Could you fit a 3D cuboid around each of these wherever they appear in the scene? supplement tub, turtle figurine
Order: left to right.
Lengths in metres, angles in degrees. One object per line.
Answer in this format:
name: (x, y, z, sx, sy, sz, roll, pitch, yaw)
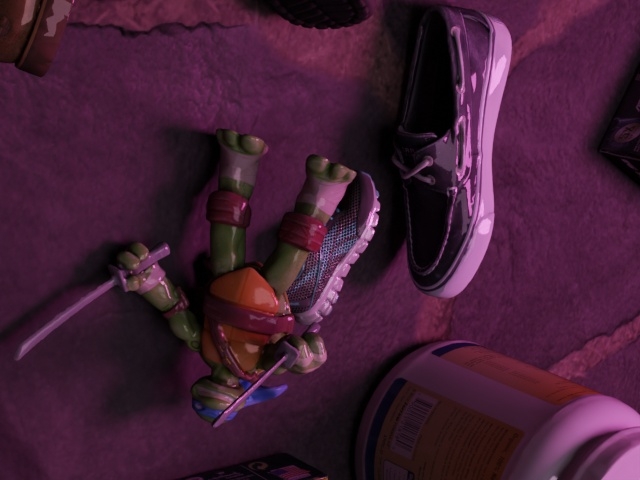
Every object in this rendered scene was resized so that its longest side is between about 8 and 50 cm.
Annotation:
turtle figurine: (-0.081, 0.037, 1.422, 0.274, 0.197, 0.266, 21, 86, -46)
supplement tub: (0.214, 0.250, 1.655, 0.228, 0.316, 0.228, -14, 112, -37)

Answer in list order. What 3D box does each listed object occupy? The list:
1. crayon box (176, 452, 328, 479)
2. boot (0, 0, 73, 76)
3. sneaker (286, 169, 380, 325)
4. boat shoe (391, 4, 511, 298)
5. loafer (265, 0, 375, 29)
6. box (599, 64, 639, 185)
crayon box: (-0.100, 0.392, 1.591, 0.202, 0.081, 0.319, -8, 108, -38)
boot: (-0.232, -0.294, 1.258, 0.115, 0.112, 0.305, 17, 85, -18)
sneaker: (0.000, 0.000, 1.569, 0.076, 0.065, 0.166, 30, 82, -38)
boat shoe: (0.120, -0.092, 1.612, 0.102, 0.108, 0.301, 6, 97, -41)
loafer: (-0.053, -0.327, 1.372, 0.366, 0.133, 0.130, 52, 41, -57)
box: (0.436, -0.147, 1.881, 0.147, 0.077, 0.180, 32, 82, -42)
